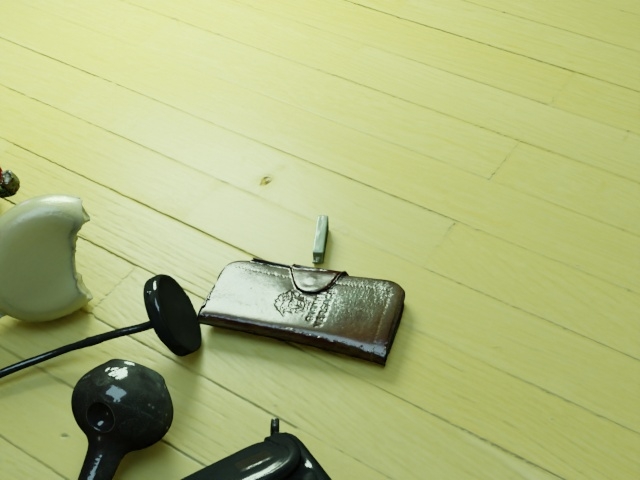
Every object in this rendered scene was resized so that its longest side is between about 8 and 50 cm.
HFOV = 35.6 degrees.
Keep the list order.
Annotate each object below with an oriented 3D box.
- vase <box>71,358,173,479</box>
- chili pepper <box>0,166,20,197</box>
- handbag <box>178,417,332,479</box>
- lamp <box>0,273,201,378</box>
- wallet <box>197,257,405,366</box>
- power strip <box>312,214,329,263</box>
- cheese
[{"bbox_3d":[-0.242,0.232,1.141,0.120,0.120,0.183,11,66,15],"label":"vase"},{"bbox_3d":[-0.579,-0.108,1.494,0.388,0.110,0.110,20,51,29],"label":"chili pepper"},{"bbox_3d":[-0.109,0.307,0.997,0.302,0.178,0.275,-21,48,-14],"label":"handbag"},{"bbox_3d":[-0.339,0.123,1.243,0.371,0.108,0.130,-9,43,-2],"label":"lamp"},{"bbox_3d":[-0.022,0.083,1.304,0.255,0.031,0.137,10,45,13],"label":"wallet"},{"bbox_3d":[0.000,0.000,1.385,0.017,0.027,0.083,2,48,6],"label":"power strip"},{"bbox_3d":[-0.410,0.041,1.300,0.249,0.163,0.071,-20,15,-11],"label":"cheese"}]
